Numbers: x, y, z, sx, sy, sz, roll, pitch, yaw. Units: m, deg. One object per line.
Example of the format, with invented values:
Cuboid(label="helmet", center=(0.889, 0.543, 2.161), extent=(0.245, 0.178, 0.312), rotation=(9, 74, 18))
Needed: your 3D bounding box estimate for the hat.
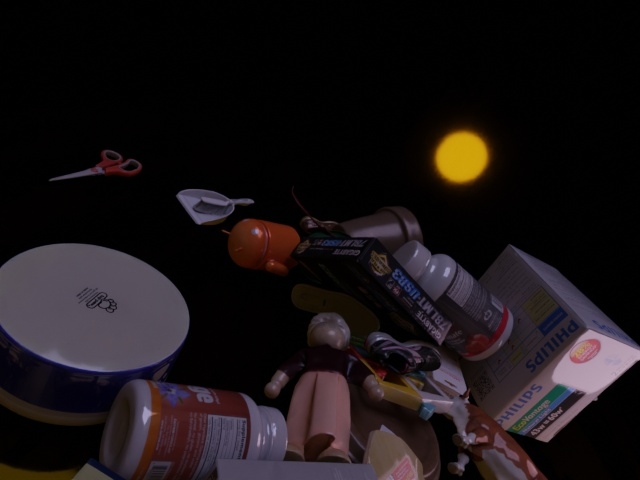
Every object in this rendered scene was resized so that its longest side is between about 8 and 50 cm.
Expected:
Cuboid(label="hat", center=(0.000, 0.000, 1.161), extent=(0.209, 0.172, 0.183), rotation=(18, -25, 20))

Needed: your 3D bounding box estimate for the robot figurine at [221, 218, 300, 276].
Cuboid(label="robot figurine", center=(-0.138, 0.015, 1.092), extent=(0.220, 0.128, 0.158), rotation=(11, 71, -43))

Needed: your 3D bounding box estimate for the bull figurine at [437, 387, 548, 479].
Cuboid(label="bull figurine", center=(0.347, 0.443, 0.881), extent=(0.188, 0.101, 0.310), rotation=(-4, 39, -50))

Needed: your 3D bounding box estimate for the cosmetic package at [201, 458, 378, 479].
Cuboid(label="cosmetic package", center=(-0.040, 0.347, 0.528), extent=(0.238, 0.127, 0.107), rotation=(16, 28, -32))

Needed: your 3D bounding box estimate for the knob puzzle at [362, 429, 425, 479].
Cuboid(label="knob puzzle", center=(0.110, 0.395, 0.675), extent=(0.213, 0.030, 0.213), rotation=(32, 44, -38))

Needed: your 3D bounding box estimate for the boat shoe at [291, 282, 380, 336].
Cuboid(label="boat shoe", center=(0.044, 0.158, 1.037), extent=(0.233, 0.084, 0.079), rotation=(21, 6, 29))

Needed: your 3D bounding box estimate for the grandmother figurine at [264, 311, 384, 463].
Cuboid(label="grandmother figurine", center=(0.009, 0.252, 0.777), extent=(0.208, 0.104, 0.342), rotation=(13, 28, -3))

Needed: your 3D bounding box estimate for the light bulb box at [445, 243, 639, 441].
Cuboid(label="light bulb box", center=(0.564, 0.272, 1.185), extent=(0.225, 0.357, 0.361), rotation=(23, 25, -20))

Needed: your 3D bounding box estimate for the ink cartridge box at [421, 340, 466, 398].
Cuboid(label="ink cartridge box", center=(0.300, 0.333, 1.096), extent=(0.104, 0.061, 0.181), rotation=(30, 21, -5))

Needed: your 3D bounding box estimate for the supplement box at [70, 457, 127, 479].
Cuboid(label="supplement box", center=(-0.246, 0.286, 0.432), extent=(0.056, 0.083, 0.083), rotation=(32, 21, 1))

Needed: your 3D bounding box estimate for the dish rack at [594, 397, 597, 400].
Cuboid(label="dish rack", center=(0.743, 0.429, 1.477), extent=(0.333, 0.072, 0.285), rotation=(20, 26, -28))

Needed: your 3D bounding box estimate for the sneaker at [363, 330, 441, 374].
Cuboid(label="sneaker", center=(0.177, 0.252, 0.904), extent=(0.178, 0.071, 0.077), rotation=(14, 21, -18))

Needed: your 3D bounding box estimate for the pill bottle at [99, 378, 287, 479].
Cuboid(label="pill bottle", center=(-0.155, 0.255, 0.564), extent=(0.216, 0.121, 0.121), rotation=(23, 23, -35))

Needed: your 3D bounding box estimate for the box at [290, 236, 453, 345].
Cuboid(label="box", center=(0.108, 0.107, 1.001), extent=(0.295, 0.073, 0.293), rotation=(45, -21, -24))

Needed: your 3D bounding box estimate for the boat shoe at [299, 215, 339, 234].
Cuboid(label="boat shoe", center=(0.014, -0.032, 1.488), extent=(0.178, 0.064, 0.060), rotation=(13, 33, -27))

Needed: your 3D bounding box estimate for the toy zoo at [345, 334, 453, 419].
Cuboid(label="toy zoo", center=(0.151, 0.282, 0.932), extent=(0.192, 0.030, 0.293), rotation=(22, 6, -24))

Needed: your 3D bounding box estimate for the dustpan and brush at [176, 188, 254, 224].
Cuboid(label="dustpan and brush", center=(-0.280, -0.102, 1.234), extent=(0.211, 0.060, 0.147), rotation=(3, 36, -50))

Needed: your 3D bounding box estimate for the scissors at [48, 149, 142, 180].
Cuboid(label="scissors", center=(-0.543, -0.171, 1.081), extent=(0.109, 0.021, 0.297), rotation=(30, 20, -12))

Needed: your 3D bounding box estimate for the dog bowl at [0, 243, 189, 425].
Cuboid(label="dog bowl", center=(-0.334, 0.123, 0.631), extent=(0.265, 0.104, 0.265), rotation=(27, 23, -12))

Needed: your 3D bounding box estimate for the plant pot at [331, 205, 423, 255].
Cuboid(label="plant pot", center=(0.154, 0.019, 1.360), extent=(0.229, 0.263, 0.263), rotation=(1, 35, -25))

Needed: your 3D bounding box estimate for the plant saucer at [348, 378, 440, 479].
Cuboid(label="plant saucer", center=(0.122, 0.356, 0.841), extent=(0.278, 0.041, 0.278), rotation=(28, 23, -13))

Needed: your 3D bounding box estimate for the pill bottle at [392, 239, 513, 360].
Cuboid(label="pill bottle", center=(0.316, 0.147, 1.107), extent=(0.319, 0.176, 0.176), rotation=(40, 21, -9))
